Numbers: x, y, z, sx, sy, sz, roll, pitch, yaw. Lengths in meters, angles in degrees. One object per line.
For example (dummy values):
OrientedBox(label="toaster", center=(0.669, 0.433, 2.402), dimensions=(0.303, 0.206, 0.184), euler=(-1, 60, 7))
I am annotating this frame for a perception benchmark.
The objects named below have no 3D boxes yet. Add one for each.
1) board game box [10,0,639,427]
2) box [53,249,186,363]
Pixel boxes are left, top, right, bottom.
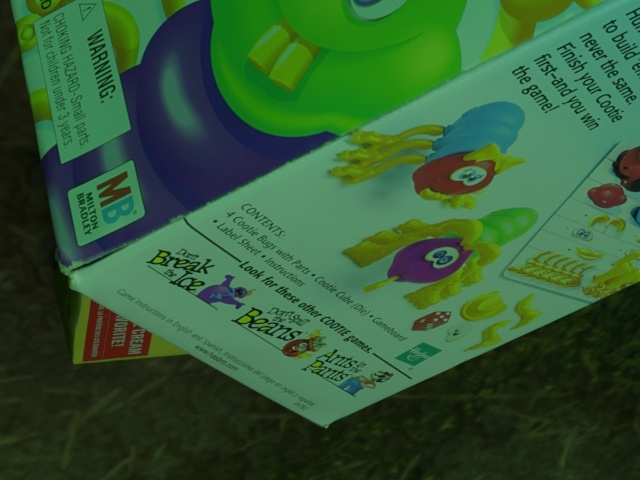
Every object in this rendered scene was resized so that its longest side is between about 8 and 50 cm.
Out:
OrientedBox(label="board game box", center=(0.069, -0.081, 0.475), dimensions=(0.275, 0.142, 0.144), euler=(-26, 149, 17))
OrientedBox(label="box", center=(0.000, 0.000, 0.777), dimensions=(0.232, 0.058, 0.087), euler=(-3, 137, -19))
